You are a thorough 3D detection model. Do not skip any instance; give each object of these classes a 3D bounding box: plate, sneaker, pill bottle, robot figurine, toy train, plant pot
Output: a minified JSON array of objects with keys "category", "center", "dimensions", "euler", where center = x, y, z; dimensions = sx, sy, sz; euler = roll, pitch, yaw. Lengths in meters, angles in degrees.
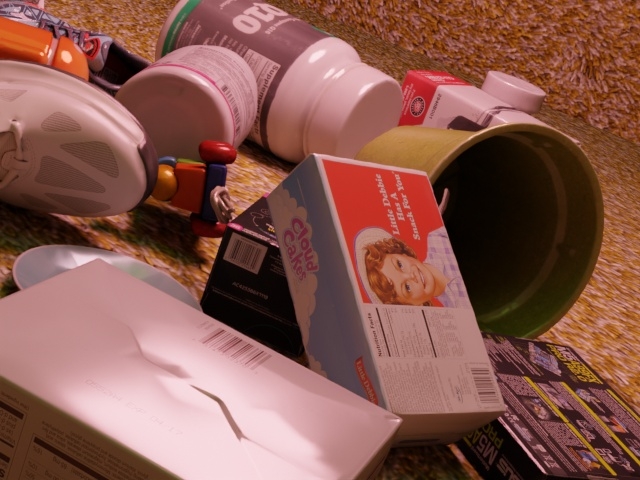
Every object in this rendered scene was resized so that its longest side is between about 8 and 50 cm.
[{"category":"plate","center":[-0.204,0.057,1.115],"dimensions":[0.188,0.024,0.188],"euler":[18,19,-6]},{"category":"sneaker","center":[-0.341,-0.269,1.611],"dimensions":[0.261,0.104,0.125],"euler":[20,-17,-38]},{"category":"pill bottle","center":[-0.065,-0.245,1.808],"dimensions":[0.361,0.204,0.204],"euler":[31,21,26]},{"category":"pill bottle","center":[0.277,-0.156,1.901],"dimensions":[0.121,0.221,0.121],"euler":[19,19,-7]},{"category":"pill bottle","center":[-0.173,-0.175,1.567],"dimensions":[0.160,0.160,0.283],"euler":[21,18,0]},{"category":"robot figurine","center":[-0.396,-0.218,1.499],"dimensions":[0.219,0.158,0.128],"euler":[16,41,-15]},{"category":"toy train","center":[-0.170,-0.061,1.305],"dimensions":[0.143,0.105,0.248],"euler":[7,7,-7]},{"category":"plant pot","center":[0.160,-0.031,1.441],"dimensions":[0.276,0.276,0.254],"euler":[10,10,-29]},{"category":"sneaker","center":[-0.398,-0.080,1.147],"dimensions":[0.447,0.169,0.257],"euler":[18,32,-3]}]

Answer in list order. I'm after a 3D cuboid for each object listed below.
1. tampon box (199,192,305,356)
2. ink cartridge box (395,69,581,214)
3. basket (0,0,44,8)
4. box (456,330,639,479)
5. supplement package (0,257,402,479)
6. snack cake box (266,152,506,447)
[{"category":"tampon box","center":[-0.040,0.030,1.240],"dimensions":[0.120,0.102,0.161],"euler":[23,19,5]},{"category":"ink cartridge box","center":[0.232,-0.118,1.787],"dimensions":[0.272,0.197,0.114],"euler":[33,23,31]},{"category":"basket","center":[-0.489,-0.310,1.641],"dimensions":[0.167,0.113,0.103],"euler":[0,12,-42]},{"category":"box","center":[0.230,0.186,1.175],"dimensions":[0.216,0.060,0.270],"euler":[12,22,-29]},{"category":"supplement package","center":[-0.113,0.150,0.772],"dimensions":[0.261,0.145,0.204],"euler":[27,20,14]},{"category":"snack cake box","center":[0.058,0.058,1.099],"dimensions":[0.152,0.089,0.264],"euler":[5,58,-37]}]
